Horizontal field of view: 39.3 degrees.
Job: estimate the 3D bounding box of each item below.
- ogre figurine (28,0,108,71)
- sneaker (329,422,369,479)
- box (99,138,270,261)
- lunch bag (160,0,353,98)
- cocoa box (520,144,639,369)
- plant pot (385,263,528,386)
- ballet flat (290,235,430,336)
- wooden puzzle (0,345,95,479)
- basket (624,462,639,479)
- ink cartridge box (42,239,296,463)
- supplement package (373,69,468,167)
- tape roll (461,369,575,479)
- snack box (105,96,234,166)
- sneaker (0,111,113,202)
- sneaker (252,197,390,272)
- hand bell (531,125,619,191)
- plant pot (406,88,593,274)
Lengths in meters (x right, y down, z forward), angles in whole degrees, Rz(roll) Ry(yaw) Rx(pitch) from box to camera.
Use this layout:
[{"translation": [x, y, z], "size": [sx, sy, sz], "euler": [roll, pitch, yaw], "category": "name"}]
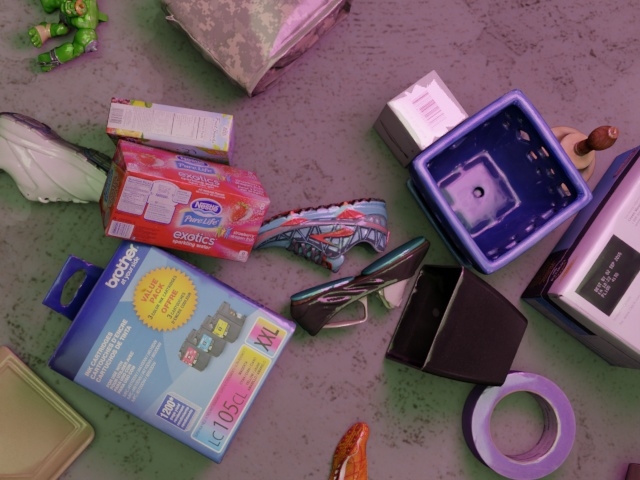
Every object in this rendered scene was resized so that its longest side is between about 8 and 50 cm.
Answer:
[{"translation": [-0.455, -0.411, 1.622], "size": [0.118, 0.097, 0.197], "euler": [0, 69, 14], "category": "ogre figurine"}, {"translation": [0.057, 0.410, 1.600], "size": [0.067, 0.064, 0.175], "euler": [18, 88, -22], "category": "sneaker"}, {"translation": [-0.232, -0.065, 1.522], "size": [0.256, 0.123, 0.128], "euler": [12, 117, -26], "category": "box"}, {"translation": [-0.113, -0.420, 1.606], "size": [0.287, 0.169, 0.235], "euler": [-44, 89, -11], "category": "lunch bag"}, {"translation": [0.563, 0.026, 1.579], "size": [0.231, 0.228, 0.347], "euler": [36, 83, 0], "category": "cocoa box"}, {"translation": [0.248, 0.162, 1.576], "size": [0.167, 0.187, 0.188], "euler": [26, 83, -13], "category": "plant pot"}, {"translation": [0.082, 0.090, 1.613], "size": [0.280, 0.095, 0.096], "euler": [-25, 97, -1], "category": "ballet flat"}, {"translation": [-0.547, 0.340, 1.568], "size": [0.238, 0.044, 0.221], "euler": [42, 84, 5], "category": "wooden puzzle"}, {"translation": [0.602, 0.516, 1.579], "size": [0.204, 0.154, 0.227], "euler": [10, 80, -4], "category": "basket"}, {"translation": [-0.276, 0.166, 1.550], "size": [0.395, 0.151, 0.270], "euler": [29, 83, 1], "category": "ink cartridge box"}, {"translation": [0.174, -0.212, 1.599], "size": [0.105, 0.179, 0.105], "euler": [-37, 88, -7], "category": "supplement package"}, {"translation": [0.354, 0.329, 1.611], "size": [0.188, 0.080, 0.189], "euler": [0, 85, -4], "category": "tape roll"}, {"translation": [-0.256, -0.184, 1.568], "size": [0.207, 0.174, 0.070], "euler": [7, 84, -3], "category": "snack box"}, {"translation": [-0.459, -0.117, 1.598], "size": [0.297, 0.111, 0.129], "euler": [27, 99, 2], "category": "sneaker"}, {"translation": [0.000, 0.000, 1.606], "size": [0.261, 0.104, 0.125], "euler": [-10, 87, -5], "category": "sneaker"}, {"translation": [0.468, -0.166, 1.584], "size": [0.126, 0.242, 0.126], "euler": [0, 85, -4], "category": "hand bell"}, {"translation": [0.296, -0.090, 1.580], "size": [0.236, 0.212, 0.236], "euler": [-34, 87, -6], "category": "plant pot"}]
